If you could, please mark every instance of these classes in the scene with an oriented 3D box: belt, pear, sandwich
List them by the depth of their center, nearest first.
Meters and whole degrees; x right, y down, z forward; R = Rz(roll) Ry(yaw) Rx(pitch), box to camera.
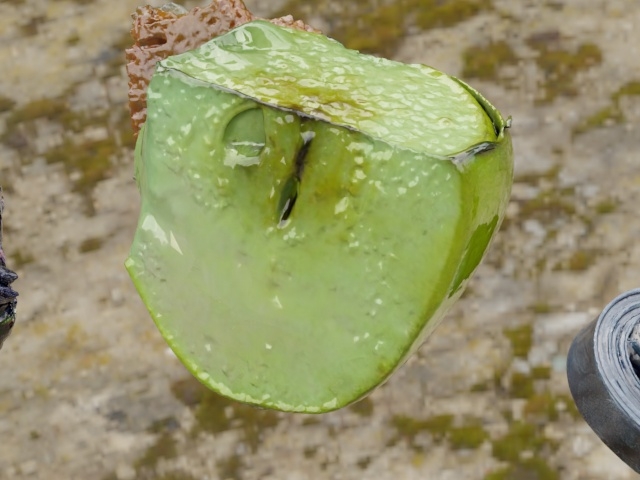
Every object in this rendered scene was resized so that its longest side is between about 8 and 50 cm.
[{"bbox_3d":[0.000,0.000,1.132,0.286,0.282,0.176,19,24,23],"label":"pear"},{"bbox_3d":[0.306,0.128,1.285,0.190,0.082,0.141,42,63,7],"label":"belt"},{"bbox_3d":[-0.110,-0.164,1.653,0.292,0.212,0.109,-8,19,16],"label":"sandwich"}]

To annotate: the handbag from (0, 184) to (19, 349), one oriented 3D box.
[{"bbox_3d":[-0.329,0.042,1.150,0.229,0.127,0.208,-24,43,7],"label":"handbag"}]
